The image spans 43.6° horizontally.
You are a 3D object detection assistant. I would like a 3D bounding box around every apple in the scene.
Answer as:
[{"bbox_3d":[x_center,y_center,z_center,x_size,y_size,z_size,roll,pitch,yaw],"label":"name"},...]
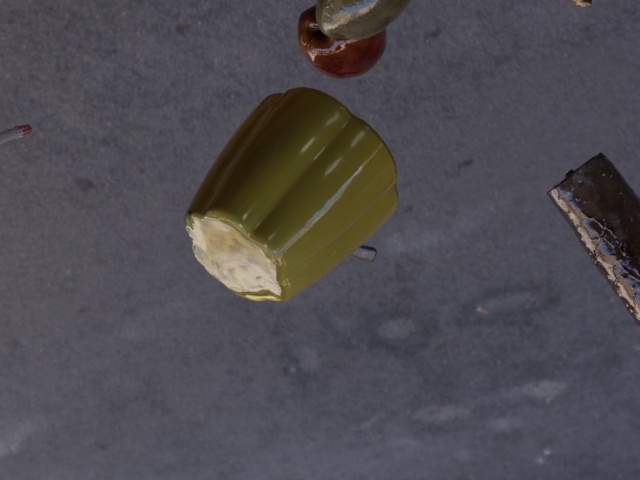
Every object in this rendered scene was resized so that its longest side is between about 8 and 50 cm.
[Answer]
[{"bbox_3d":[0.055,-0.521,2.038,0.234,0.234,0.234,-2,131,-2],"label":"apple"}]

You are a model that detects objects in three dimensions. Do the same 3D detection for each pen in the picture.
[{"bbox_3d":[-0.721,-0.241,1.838,0.028,0.239,0.028,1,106,3],"label":"pen"}]

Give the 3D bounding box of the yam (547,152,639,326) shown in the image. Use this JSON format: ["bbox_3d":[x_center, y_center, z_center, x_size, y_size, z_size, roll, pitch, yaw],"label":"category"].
[{"bbox_3d":[0.486,-0.001,1.280,0.131,0.131,0.280,-36,86,25],"label":"yam"}]

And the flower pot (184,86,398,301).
[{"bbox_3d":[-0.041,-0.037,0.855,0.195,0.179,0.195,27,146,21],"label":"flower pot"}]

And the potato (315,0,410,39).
[{"bbox_3d":[0.095,-0.518,1.702,0.235,0.178,0.160,-23,122,14],"label":"potato"}]

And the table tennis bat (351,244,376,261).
[{"bbox_3d":[0.000,0.000,1.745,0.274,0.021,0.154,16,106,-23],"label":"table tennis bat"}]

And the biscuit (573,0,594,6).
[{"bbox_3d":[0.503,-0.532,1.515,0.176,0.228,0.031,52,143,-3],"label":"biscuit"}]
